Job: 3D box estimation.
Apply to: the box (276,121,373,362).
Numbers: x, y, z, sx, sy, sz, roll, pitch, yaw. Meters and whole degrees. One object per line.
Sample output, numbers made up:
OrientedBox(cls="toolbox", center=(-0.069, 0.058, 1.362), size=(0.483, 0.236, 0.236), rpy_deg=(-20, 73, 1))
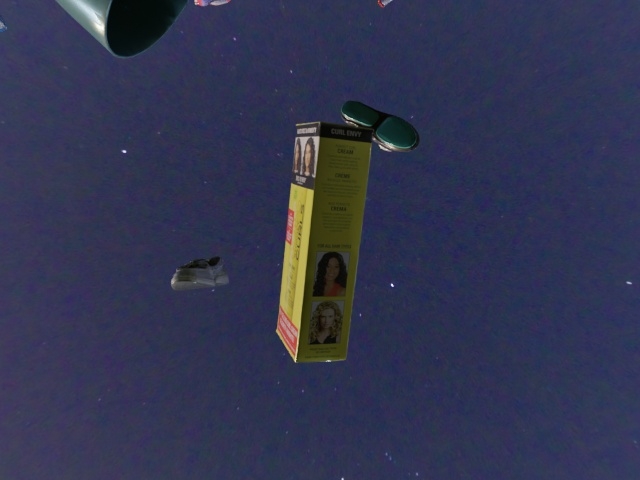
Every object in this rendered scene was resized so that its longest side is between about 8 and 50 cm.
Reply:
OrientedBox(cls="box", center=(0.000, 0.000, 0.461), size=(0.058, 0.087, 0.232), rpy_deg=(2, -78, -20))

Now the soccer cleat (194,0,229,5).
OrientedBox(cls="soccer cleat", center=(-0.258, -0.618, 1.095), size=(0.095, 0.248, 0.082), rpy_deg=(-9, -65, -2))

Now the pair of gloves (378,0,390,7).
OrientedBox(cls="pair of gloves", center=(0.162, -0.603, 0.956), size=(0.159, 0.023, 0.198), rpy_deg=(-11, -44, 35))

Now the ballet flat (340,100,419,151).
OrientedBox(cls="ballet flat", center=(0.129, -0.233, 0.945), size=(0.203, 0.074, 0.074), rpy_deg=(37, -84, 29))

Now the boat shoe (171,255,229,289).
OrientedBox(cls="boat shoe", center=(-0.368, 0.097, 1.386), size=(0.118, 0.320, 0.102), rpy_deg=(-7, -94, 9))

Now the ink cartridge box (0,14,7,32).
OrientedBox(cls="ink cartridge box", center=(-0.896, -0.582, 0.997), size=(0.198, 0.197, 0.270), rpy_deg=(-31, -105, -2))

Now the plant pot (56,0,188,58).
OrientedBox(cls="plant pot", center=(-0.401, -0.540, 0.838), size=(0.235, 0.293, 0.293), rpy_deg=(37, -84, -9))
